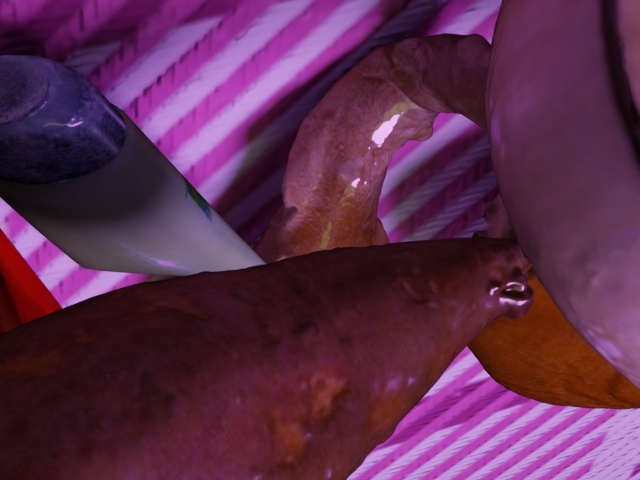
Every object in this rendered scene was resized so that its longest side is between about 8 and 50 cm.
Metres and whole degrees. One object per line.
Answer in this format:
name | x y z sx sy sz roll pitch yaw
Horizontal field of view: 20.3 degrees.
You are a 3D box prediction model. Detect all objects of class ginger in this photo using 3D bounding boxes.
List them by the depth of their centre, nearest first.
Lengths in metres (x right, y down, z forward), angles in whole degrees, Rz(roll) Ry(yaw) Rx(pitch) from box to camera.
ginger | 0.000 0.000 0.806 0.089 0.075 0.288 12 138 -35

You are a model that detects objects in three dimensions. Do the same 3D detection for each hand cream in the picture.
hand cream | -0.091 -0.022 0.720 0.095 0.046 0.175 0 159 20

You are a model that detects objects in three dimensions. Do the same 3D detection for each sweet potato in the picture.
sweet potato | -0.071 0.077 0.603 0.337 0.131 0.131 -30 151 -9

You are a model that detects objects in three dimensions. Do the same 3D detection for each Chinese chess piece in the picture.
Chinese chess piece | 0.189 -0.049 0.682 0.257 0.257 0.104 -10 166 -24

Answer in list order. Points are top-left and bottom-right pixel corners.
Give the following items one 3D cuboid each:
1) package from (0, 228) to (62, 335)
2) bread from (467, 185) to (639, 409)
package | -0.193 0.082 0.736 0.196 0.123 0.423 -27 150 1
bread | 0.187 0.021 0.855 0.245 0.121 0.174 -2 151 13
